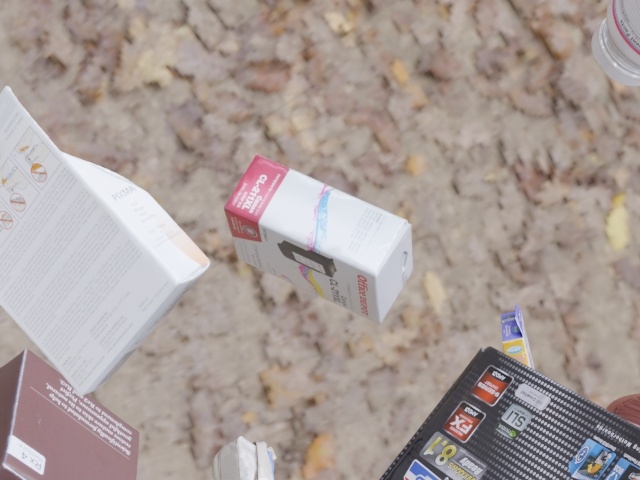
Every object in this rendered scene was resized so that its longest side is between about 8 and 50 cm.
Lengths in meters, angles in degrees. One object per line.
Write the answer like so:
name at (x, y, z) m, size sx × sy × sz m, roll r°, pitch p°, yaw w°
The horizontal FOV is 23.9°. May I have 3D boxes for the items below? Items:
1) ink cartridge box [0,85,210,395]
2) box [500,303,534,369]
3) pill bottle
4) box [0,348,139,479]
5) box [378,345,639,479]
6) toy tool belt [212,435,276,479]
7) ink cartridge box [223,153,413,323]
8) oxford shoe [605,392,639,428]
ink cartridge box at (-0.179, -0.001, 1.044) m, size 0.179 × 0.145 × 0.045 m, roll 49°, pitch 37°, yaw 8°
box at (0.224, 0.142, 1.690) m, size 0.081 × 0.028 × 0.136 m, roll -75°, pitch 149°, yaw -70°
pill bottle at (0.290, -0.193, 1.235) m, size 0.087 × 0.160 × 0.087 m, roll 9°, pitch 63°, yaw -19°
box at (-0.312, 0.256, 1.513) m, size 0.168 × 0.203 × 0.167 m, roll 43°, pitch 24°, yaw -28°
box at (0.112, 0.193, 0.797) m, size 0.216 × 0.270 × 0.060 m, roll -50°, pitch 122°, yaw -6°
toy tool belt at (-0.049, 0.196, 1.172) m, size 0.051 × 0.052 × 0.083 m, roll 18°, pitch 52°, yaw -40°
ink cartridge box at (0.000, 0.000, 1.545) m, size 0.175 × 0.127 × 0.072 m, roll 24°, pitch 68°, yaw 16°
oxford shoe at (0.290, 0.240, 1.389) m, size 0.123 × 0.130 × 0.348 m, roll 25°, pitch 24°, yaw 22°
